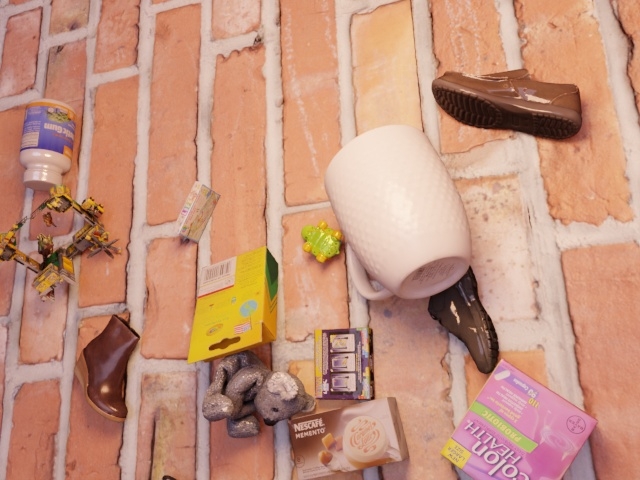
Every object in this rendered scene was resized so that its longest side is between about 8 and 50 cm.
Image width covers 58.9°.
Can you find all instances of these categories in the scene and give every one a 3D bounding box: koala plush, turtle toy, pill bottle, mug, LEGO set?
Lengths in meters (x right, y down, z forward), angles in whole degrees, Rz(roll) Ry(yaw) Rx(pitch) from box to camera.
[{"bbox_3d":[-0.131,0.363,1.362,0.221,0.196,0.203,-1,56,23],"label":"koala plush"},{"bbox_3d":[0.000,0.000,1.473,0.130,0.066,0.095,35,90,24],"label":"turtle toy"},{"bbox_3d":[-0.875,-0.301,1.819,0.152,0.152,0.272,-6,75,18],"label":"pill bottle"},{"bbox_3d":[0.167,-0.018,1.306,0.374,0.276,0.328,-57,43,42],"label":"mug"},{"bbox_3d":[-0.769,0.021,1.638,0.331,0.255,0.192,-35,40,-4],"label":"LEGO set"}]

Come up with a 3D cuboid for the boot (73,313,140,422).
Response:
[{"bbox_3d":[-0.568,0.351,1.569,0.248,0.090,0.207,40,93,28],"label":"boot"}]

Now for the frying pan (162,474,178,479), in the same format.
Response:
[{"bbox_3d":[-0.252,0.697,1.387,0.326,0.053,0.197,0,76,22],"label":"frying pan"}]

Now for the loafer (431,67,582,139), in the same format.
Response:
[{"bbox_3d":[0.454,-0.348,1.383,0.366,0.134,0.130,20,73,18],"label":"loafer"}]

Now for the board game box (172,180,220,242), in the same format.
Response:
[{"bbox_3d":[-0.348,-0.079,1.598,0.026,0.103,0.154,22,84,23],"label":"board game box"}]

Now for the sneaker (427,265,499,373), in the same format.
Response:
[{"bbox_3d":[0.319,0.173,1.304,0.130,0.109,0.286,-25,60,19],"label":"sneaker"}]

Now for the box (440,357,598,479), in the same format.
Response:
[{"bbox_3d":[0.411,0.410,1.190,0.213,0.117,0.243,34,89,24],"label":"box"}]

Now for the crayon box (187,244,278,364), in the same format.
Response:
[{"bbox_3d":[-0.212,0.173,1.417,0.202,0.081,0.318,-19,39,14],"label":"crayon box"}]

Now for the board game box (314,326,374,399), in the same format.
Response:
[{"bbox_3d":[0.057,0.300,1.383,0.141,0.048,0.170,-5,75,20],"label":"board game box"}]

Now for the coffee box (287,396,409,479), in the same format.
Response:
[{"bbox_3d":[0.064,0.457,1.311,0.246,0.098,0.141,-17,71,15],"label":"coffee box"}]
